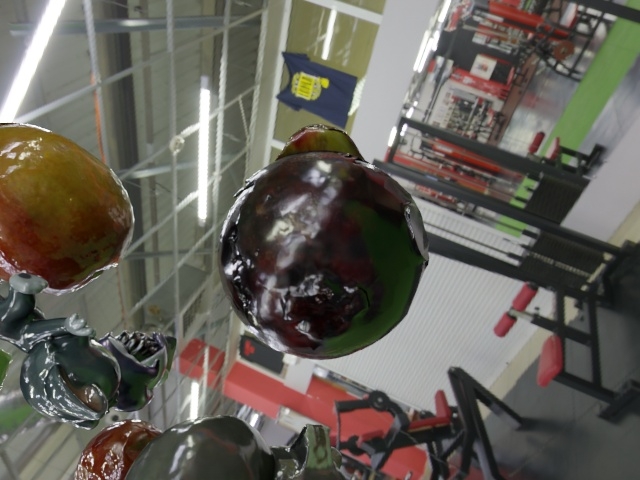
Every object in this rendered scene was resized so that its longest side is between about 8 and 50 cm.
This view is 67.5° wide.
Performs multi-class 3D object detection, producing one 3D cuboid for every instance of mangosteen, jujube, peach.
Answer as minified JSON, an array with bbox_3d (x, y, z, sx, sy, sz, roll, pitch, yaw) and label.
[{"bbox_3d":[0.016,0.000,0.876,0.380,0.382,0.421,101,-171,-50],"label":"mangosteen"},{"bbox_3d":[-0.481,0.577,1.152,0.318,0.223,0.223,-54,-2,26],"label":"jujube"},{"bbox_3d":[-0.564,-0.068,0.961,0.290,0.372,0.373,-35,0,17],"label":"peach"}]

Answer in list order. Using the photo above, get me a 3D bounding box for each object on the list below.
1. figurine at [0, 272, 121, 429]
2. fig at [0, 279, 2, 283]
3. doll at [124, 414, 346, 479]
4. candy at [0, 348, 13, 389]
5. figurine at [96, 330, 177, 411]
[{"bbox_3d":[-0.377,0.146,0.649,0.193,0.265,0.140,-29,30,47],"label":"figurine"},{"bbox_3d":[-0.860,0.039,1.181,0.235,0.214,0.235,-32,23,15],"label":"fig"},{"bbox_3d":[-0.072,0.390,0.473,0.252,0.379,0.382,-34,44,27],"label":"doll"},{"bbox_3d":[-0.883,0.415,1.160,0.142,0.132,0.343,39,-137,-37],"label":"candy"},{"bbox_3d":[-0.345,0.237,0.873,0.222,0.146,0.145,87,-154,-77],"label":"figurine"}]
